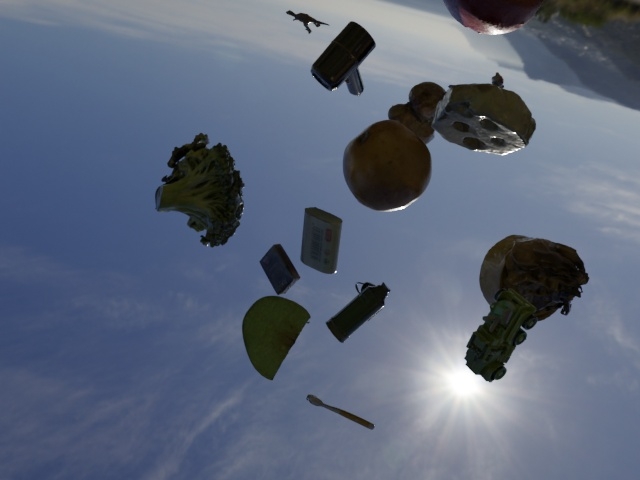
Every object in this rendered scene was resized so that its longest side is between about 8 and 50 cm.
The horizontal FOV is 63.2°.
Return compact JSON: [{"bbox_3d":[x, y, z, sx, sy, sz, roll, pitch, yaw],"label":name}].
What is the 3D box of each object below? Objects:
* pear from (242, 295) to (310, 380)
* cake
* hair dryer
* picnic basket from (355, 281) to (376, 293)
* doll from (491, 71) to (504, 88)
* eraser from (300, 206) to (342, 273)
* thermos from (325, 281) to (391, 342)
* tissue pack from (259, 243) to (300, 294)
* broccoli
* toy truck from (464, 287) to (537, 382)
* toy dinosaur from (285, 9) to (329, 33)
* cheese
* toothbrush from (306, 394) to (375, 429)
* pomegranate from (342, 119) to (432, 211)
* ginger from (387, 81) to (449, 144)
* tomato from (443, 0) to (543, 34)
[{"bbox_3d":[-0.206,0.318,1.879,0.139,0.239,0.288,6,-124,47],"label":"pear"},{"bbox_3d":[0.788,0.150,1.868,0.332,0.332,0.321,6,-174,-18],"label":"cake"},{"bbox_3d":[0.086,-0.510,1.630,0.107,0.189,0.352,43,-179,15],"label":"hair dryer"},{"bbox_3d":[0.172,0.191,2.011,0.083,0.072,0.072,17,-158,-29],"label":"picnic basket"},{"bbox_3d":[0.561,-0.504,1.646,0.039,0.057,0.114,17,-162,22],"label":"doll"},{"bbox_3d":[0.000,0.000,2.066,0.174,0.227,0.081,26,-146,33],"label":"eraser"},{"bbox_3d":[0.109,0.186,1.371,0.083,0.188,0.073,47,-172,-8],"label":"thermos"},{"bbox_3d":[-0.148,0.105,1.891,0.051,0.112,0.156,-9,-120,-49],"label":"tissue pack"},{"bbox_3d":[-0.361,-0.158,1.643,0.272,0.324,0.334,25,177,-33],"label":"broccoli"},{"bbox_3d":[0.476,0.265,1.449,0.135,0.259,0.128,1,-150,-31],"label":"toy truck"},{"bbox_3d":[-0.052,-0.875,2.045,0.126,0.039,0.162,30,171,-34],"label":"toy dinosaur"},{"bbox_3d":[0.499,-0.379,1.630,0.326,0.115,0.318,15,171,37],"label":"cheese"},{"bbox_3d":[0.061,0.475,1.433,0.288,0.021,0.024,37,178,-37],"label":"toothbrush"},{"bbox_3d":[0.213,-0.245,1.690,0.307,0.307,0.307,12,-155,-6],"label":"pomegranate"},{"bbox_3d":[0.413,-0.511,2.060,0.245,0.304,0.155,24,-129,-22],"label":"ginger"},{"bbox_3d":[0.456,-0.715,1.438,0.309,0.309,0.170,31,-149,29],"label":"tomato"}]
